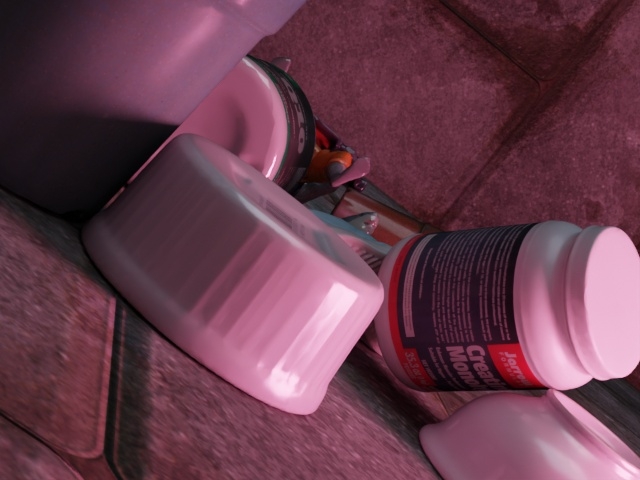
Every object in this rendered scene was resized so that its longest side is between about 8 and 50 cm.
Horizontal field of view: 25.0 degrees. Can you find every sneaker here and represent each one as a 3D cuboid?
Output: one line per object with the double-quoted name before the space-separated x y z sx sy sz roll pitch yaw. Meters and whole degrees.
"sneaker" 0.032 0.035 1.800 0.150 0.135 0.366 38 1 35

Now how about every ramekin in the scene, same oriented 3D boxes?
"ramekin" -0.072 0.023 1.345 0.277 0.135 0.277 39 8 -6

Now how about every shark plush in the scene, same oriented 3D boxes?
"shark plush" 0.000 0.000 1.900 0.073 0.161 0.067 45 45 -35

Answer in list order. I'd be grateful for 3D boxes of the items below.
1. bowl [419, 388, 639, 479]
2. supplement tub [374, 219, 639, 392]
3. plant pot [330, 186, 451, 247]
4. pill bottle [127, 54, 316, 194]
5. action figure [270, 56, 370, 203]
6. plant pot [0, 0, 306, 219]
"bowl" 0.262 0.256 1.568 0.298 0.134 0.298 39 7 -5
"supplement tub" 0.216 0.077 1.657 0.272 0.191 0.191 -6 -23 35
"plant pot" 0.076 0.019 2.053 0.165 0.167 0.167 31 7 1
"pill bottle" -0.115 -0.131 1.785 0.204 0.204 0.361 39 7 3
"action figure" -0.084 -0.155 2.144 0.341 0.178 0.330 38 -18 -2
"plant pot" -0.215 -0.222 1.353 0.341 0.334 0.341 38 8 -6
